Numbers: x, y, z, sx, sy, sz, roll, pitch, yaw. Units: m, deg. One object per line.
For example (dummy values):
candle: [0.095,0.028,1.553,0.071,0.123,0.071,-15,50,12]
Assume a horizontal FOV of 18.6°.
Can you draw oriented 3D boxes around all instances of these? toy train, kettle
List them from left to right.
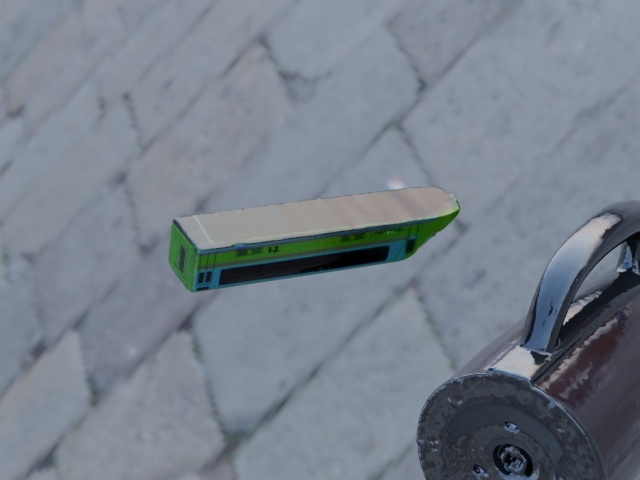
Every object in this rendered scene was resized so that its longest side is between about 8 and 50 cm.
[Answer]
toy train: [0.000,0.000,1.338,0.044,0.209,0.042,50,138,46]
kettle: [0.182,0.085,1.393,0.144,0.202,0.232,8,29,32]
